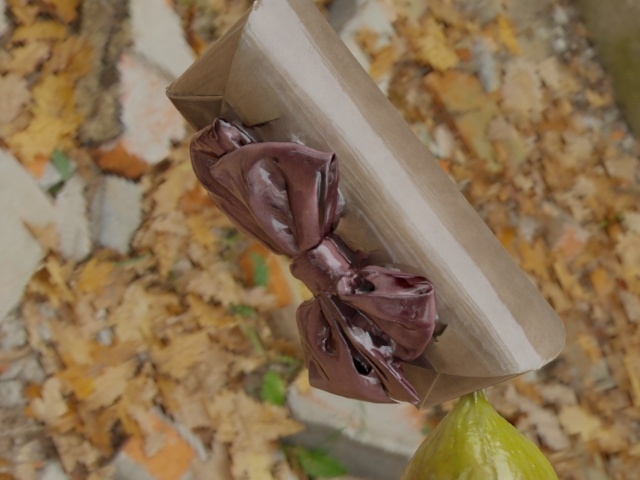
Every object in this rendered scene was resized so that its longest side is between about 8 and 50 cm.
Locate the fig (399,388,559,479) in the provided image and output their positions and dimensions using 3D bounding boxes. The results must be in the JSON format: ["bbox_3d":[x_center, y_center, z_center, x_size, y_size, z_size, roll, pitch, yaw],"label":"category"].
[{"bbox_3d":[0.132,0.186,1.318,0.159,0.159,0.257,7,81,-35],"label":"fig"}]

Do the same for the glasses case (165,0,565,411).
[{"bbox_3d":[0.000,0.000,0.656,0.193,0.102,0.070,52,32,-6],"label":"glasses case"}]
